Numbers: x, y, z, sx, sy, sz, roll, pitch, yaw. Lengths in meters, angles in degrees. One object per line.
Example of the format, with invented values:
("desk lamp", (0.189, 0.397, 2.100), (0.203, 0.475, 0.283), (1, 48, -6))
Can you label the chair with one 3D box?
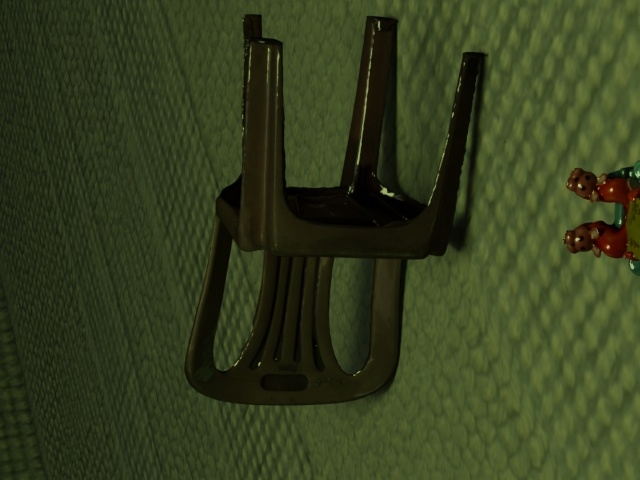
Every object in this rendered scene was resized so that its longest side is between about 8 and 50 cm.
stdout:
("chair", (0.000, 0.000, 1.391), (0.183, 0.176, 0.326), (-130, 43, -70))

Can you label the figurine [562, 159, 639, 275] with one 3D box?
("figurine", (0.201, -0.008, 0.996), (0.140, 0.075, 0.068), (16, 108, 57))
